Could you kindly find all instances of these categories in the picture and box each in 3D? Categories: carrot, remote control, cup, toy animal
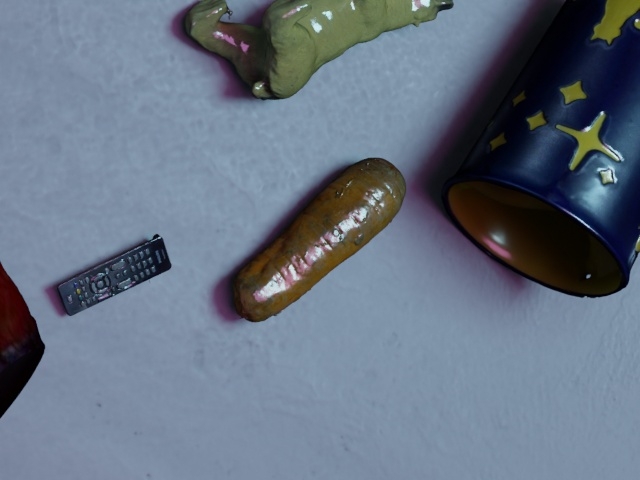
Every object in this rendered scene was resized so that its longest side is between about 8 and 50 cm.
[{"bbox_3d":[0.000,0.000,0.944,0.186,0.060,0.060,-43,110,-19],"label":"carrot"},{"bbox_3d":[-0.160,0.027,0.884,0.091,0.016,0.034,-27,120,-24],"label":"remote control"},{"bbox_3d":[0.279,-0.079,0.999,0.255,0.178,0.256,32,74,5],"label":"cup"},{"bbox_3d":[0.009,-0.184,0.933,0.218,0.103,0.101,-38,127,-24],"label":"toy animal"}]

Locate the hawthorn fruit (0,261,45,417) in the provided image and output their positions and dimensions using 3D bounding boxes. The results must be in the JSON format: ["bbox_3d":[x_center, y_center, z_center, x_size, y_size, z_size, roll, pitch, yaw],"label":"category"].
[{"bbox_3d":[-0.293,0.042,0.723,0.189,0.189,0.251,-32,102,-23],"label":"hawthorn fruit"}]
